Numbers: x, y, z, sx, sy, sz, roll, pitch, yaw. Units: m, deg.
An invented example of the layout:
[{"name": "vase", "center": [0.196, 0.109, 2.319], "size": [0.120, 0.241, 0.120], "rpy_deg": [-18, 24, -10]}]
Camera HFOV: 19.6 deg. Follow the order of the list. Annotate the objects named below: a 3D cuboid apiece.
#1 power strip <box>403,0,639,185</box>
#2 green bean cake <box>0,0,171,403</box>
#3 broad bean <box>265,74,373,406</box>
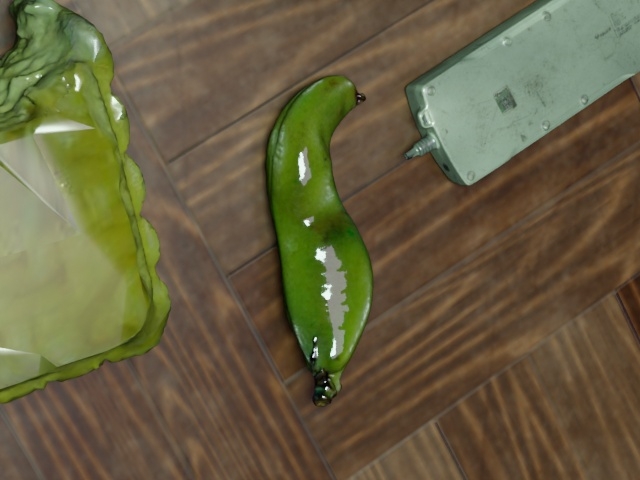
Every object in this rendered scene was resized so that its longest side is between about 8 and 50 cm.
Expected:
[{"name": "power strip", "center": [0.143, -0.114, 1.260], "size": [0.227, 0.029, 0.080], "rpy_deg": [-34, 109, -19]}, {"name": "green bean cake", "center": [-0.216, -0.013, 1.050], "size": [0.236, 0.124, 0.233], "rpy_deg": [-19, 102, -22]}, {"name": "broad bean", "center": [0.000, 0.000, 1.193], "size": [0.070, 0.048, 0.213], "rpy_deg": [-1, 92, -24]}]
